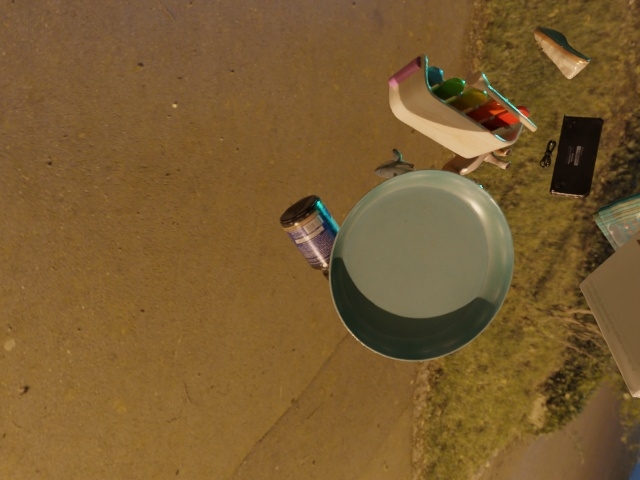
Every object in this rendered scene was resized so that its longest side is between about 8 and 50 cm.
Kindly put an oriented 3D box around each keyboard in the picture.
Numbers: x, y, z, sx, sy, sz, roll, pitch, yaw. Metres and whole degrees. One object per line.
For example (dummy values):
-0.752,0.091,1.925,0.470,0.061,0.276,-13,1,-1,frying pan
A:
0.556,-0.190,0.903,0.023,0.108,0.180,14,87,-70,keyboard

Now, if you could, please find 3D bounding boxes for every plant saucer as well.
0.166,0.043,0.667,0.317,0.044,0.318,-2,99,-10,plant saucer

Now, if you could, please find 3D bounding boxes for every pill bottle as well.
0.000,0.000,1.057,0.123,0.122,0.219,-44,113,-24,pill bottle

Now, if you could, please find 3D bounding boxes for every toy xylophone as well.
0.308,-0.274,0.852,0.322,0.236,0.081,23,76,-32,toy xylophone

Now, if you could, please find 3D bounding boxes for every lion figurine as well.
0.581,-0.309,1.582,0.392,0.240,0.142,-41,140,1,lion figurine

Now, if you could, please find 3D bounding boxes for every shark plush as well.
0.198,-0.149,0.969,0.067,0.161,0.073,-34,143,-6,shark plush

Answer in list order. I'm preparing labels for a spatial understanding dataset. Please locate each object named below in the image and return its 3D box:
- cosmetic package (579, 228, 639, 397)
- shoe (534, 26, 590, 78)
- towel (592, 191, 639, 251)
0.578,0.129,0.523,0.197,0.365,0.155,-77,-174,-48,cosmetic package
0.662,-0.534,1.131,0.076,0.219,0.058,-2,141,-15,shoe
0.736,-0.004,0.712,0.040,0.370,0.272,-32,90,-33,towel
